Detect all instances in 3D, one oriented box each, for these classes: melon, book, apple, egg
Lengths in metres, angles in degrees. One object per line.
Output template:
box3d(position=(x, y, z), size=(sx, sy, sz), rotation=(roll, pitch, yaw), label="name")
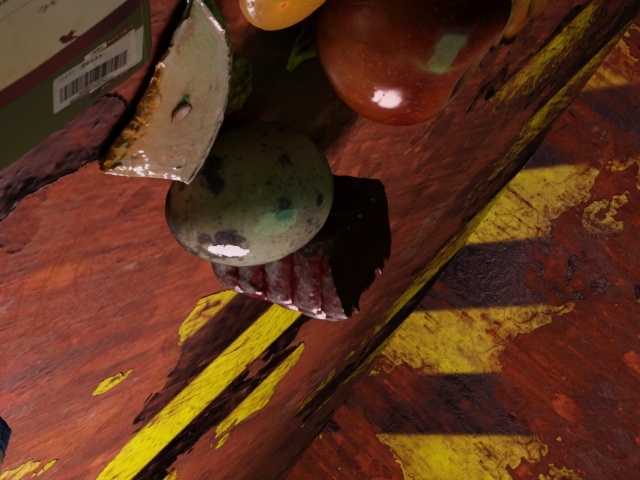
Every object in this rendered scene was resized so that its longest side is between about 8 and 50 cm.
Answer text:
box3d(position=(-0.114, -0.131, 0.823), size=(0.098, 0.054, 0.182), rotation=(-1, 132, -50), label="melon")
box3d(position=(-0.182, -0.154, 0.588), size=(0.201, 0.026, 0.289), rotation=(-41, 163, -26), label="book")
box3d(position=(0.083, -0.212, 0.951), size=(0.201, 0.162, 0.201), rotation=(-53, 176, -6), label="apple")
box3d(position=(-0.071, -0.043, 0.965), size=(0.182, 0.141, 0.141), rotation=(-27, 155, -34), label="egg")

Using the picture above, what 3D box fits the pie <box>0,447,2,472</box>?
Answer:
box3d(position=(-0.342, 0.162, 0.714), size=(0.218, 0.052, 0.185), rotation=(-22, 106, -40), label="pie")

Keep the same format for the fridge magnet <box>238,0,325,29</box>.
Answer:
box3d(position=(-0.017, -0.235, 0.782), size=(0.143, 0.063, 0.143), rotation=(-45, 162, -18), label="fridge magnet")

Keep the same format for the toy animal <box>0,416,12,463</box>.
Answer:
box3d(position=(-0.326, 0.219, 0.859), size=(0.176, 0.239, 0.255), rotation=(-26, 128, 21), label="toy animal")

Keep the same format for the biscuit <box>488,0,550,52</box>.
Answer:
box3d(position=(0.248, -0.371, 1.108), size=(0.326, 0.107, 0.325), rotation=(-46, 162, -19), label="biscuit")

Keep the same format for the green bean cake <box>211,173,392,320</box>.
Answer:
box3d(position=(0.000, 0.000, 1.130), size=(0.233, 0.199, 0.097), rotation=(-33, 127, -51), label="green bean cake")
